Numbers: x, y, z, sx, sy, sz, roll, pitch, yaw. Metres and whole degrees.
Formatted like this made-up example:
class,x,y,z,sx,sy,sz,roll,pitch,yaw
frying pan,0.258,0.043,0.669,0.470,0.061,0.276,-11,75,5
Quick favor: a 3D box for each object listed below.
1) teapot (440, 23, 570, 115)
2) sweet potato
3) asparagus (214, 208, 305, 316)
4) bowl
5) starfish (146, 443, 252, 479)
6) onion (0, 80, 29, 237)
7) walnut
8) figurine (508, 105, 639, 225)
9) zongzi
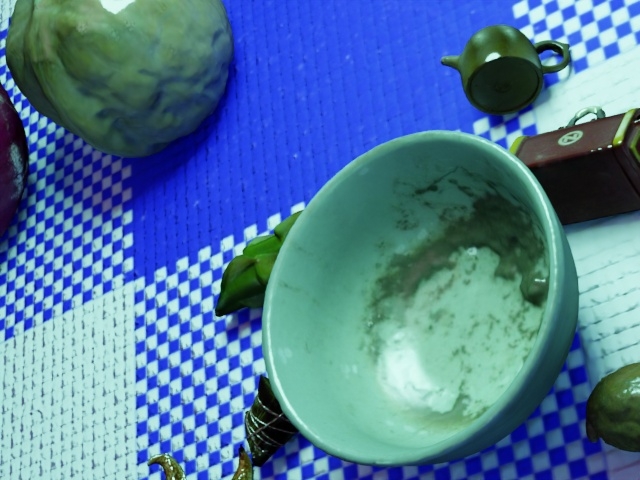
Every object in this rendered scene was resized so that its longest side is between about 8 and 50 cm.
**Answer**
class,x,y,z,sx,sy,sz,roll,pitch,yaw
teapot,0.174,-0.167,1.303,0.121,0.076,0.068,-10,48,4
sweet potato,0.323,0.123,1.032,0.273,0.075,0.075,-3,66,33
asparagus,0.000,0.000,1.348,0.287,0.080,0.080,-21,56,29
bowl,0.104,0.066,1.182,0.289,0.146,0.289,-17,60,31
starfish,-0.125,0.301,1.307,0.213,0.057,0.238,-3,65,46
onion,-0.498,-0.136,1.702,0.347,0.348,0.385,-19,21,30
walnut,-0.224,-0.217,1.542,0.248,0.248,0.248,-18,57,31
figurine,0.242,-0.077,1.205,0.154,0.082,0.098,-14,40,33
zongzi,-0.031,0.164,1.310,0.067,0.073,0.083,-95,20,-54
